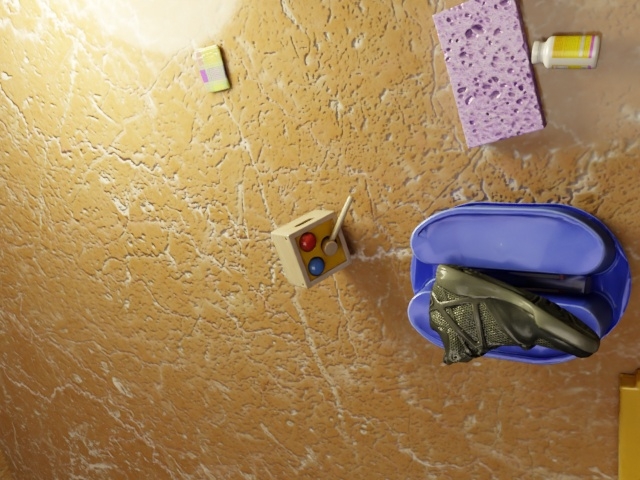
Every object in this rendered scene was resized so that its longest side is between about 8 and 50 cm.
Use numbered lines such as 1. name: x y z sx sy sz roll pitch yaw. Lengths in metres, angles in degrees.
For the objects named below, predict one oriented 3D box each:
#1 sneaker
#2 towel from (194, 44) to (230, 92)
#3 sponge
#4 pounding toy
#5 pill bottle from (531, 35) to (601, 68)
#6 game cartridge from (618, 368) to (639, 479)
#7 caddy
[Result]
1. sneaker: 0.248 0.127 0.752 0.227 0.087 0.131 21 103 29
2. towel: -0.205 -0.326 1.048 0.060 0.009 0.083 -3 114 29
3. sponge: 0.252 -0.250 0.820 0.117 0.031 0.210 -9 109 33
4. pounding toy: 0.000 0.000 1.038 0.100 0.141 0.130 9 123 57
5. pill bottle: 0.337 -0.259 0.760 0.083 0.043 0.044 9 119 25
6. game cartridge: 0.652 0.367 0.913 0.285 0.052 0.324 1 113 29
7. caddy: 0.296 0.059 0.871 0.341 0.179 0.242 4 93 28
